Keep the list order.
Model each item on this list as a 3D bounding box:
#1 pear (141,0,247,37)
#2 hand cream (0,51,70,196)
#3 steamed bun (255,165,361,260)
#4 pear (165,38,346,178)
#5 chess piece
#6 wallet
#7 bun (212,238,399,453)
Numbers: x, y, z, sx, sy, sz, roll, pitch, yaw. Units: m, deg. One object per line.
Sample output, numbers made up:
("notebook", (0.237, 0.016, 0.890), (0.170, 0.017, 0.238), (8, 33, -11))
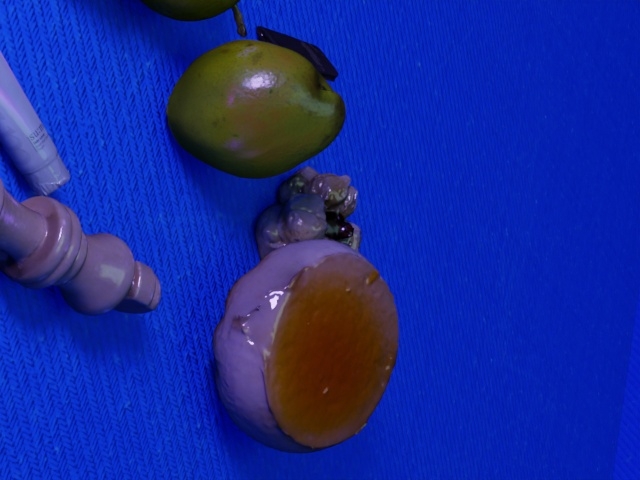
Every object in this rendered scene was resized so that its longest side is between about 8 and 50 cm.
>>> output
("pear", (-0.150, -0.351, 1.758), (0.216, 0.166, 0.180), (44, 34, -27))
("hand cream", (-0.346, -0.144, 1.549), (0.204, 0.050, 0.078), (63, 39, -28))
("steamed bun", (0.000, 0.000, 2.045), (0.177, 0.106, 0.192), (-47, 128, -48))
("pear", (-0.079, -0.174, 1.817), (0.187, 0.220, 0.187), (-2, 90, -67))
("chess piece", (-0.309, 0.005, 1.543), (0.397, 0.117, 0.117), (37, 57, -53))
("wallet", (-0.032, -0.275, 2.061), (0.082, 0.018, 0.157), (53, 22, 25))
("bun", (-0.040, 0.139, 1.912), (0.299, 0.165, 0.298), (-10, 103, -46))
